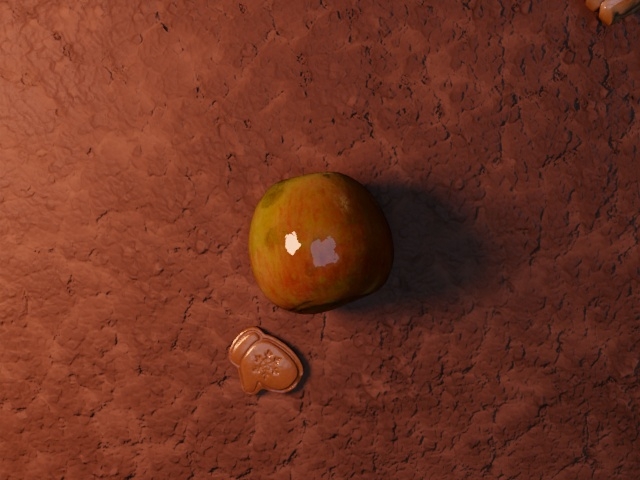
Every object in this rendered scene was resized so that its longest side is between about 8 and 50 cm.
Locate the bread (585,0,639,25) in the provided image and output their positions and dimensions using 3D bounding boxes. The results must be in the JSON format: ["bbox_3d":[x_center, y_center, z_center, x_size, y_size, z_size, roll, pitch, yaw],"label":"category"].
[{"bbox_3d":[0.457,-0.459,1.547,0.225,0.081,0.134,39,102,-9],"label":"bread"}]

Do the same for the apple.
[{"bbox_3d":[0.000,0.000,1.570,0.246,0.246,0.226,-15,82,1],"label":"apple"}]

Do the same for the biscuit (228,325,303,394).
[{"bbox_3d":[-0.103,0.227,1.687,0.140,0.023,0.118,30,98,-7],"label":"biscuit"}]
